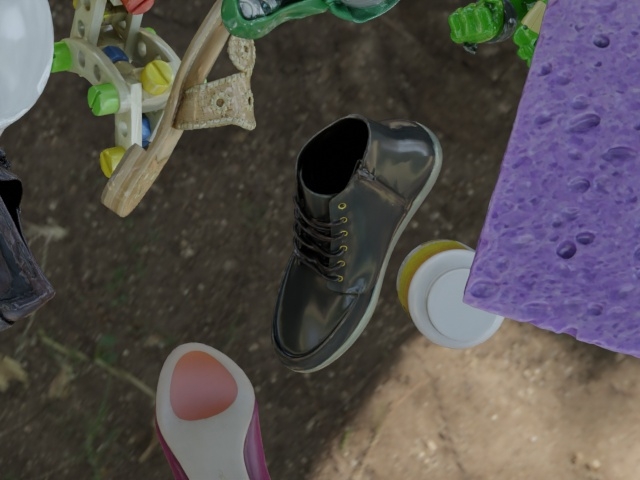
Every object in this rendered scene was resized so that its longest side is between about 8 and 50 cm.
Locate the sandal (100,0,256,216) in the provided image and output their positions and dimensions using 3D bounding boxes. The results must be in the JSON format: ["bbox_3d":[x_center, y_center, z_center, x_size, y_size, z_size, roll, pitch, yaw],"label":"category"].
[{"bbox_3d":[-0.095,-0.109,1.229,0.079,0.240,0.088,35,14,5],"label":"sandal"}]

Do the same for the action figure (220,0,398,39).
[{"bbox_3d":[0.039,-0.170,0.560,0.137,0.063,0.232,38,90,3],"label":"action figure"}]

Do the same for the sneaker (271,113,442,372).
[{"bbox_3d":[0.000,0.000,1.089,0.083,0.222,0.118,32,13,29],"label":"sneaker"}]

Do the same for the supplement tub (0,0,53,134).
[{"bbox_3d":[-0.382,-0.134,1.119,0.228,0.316,0.228,21,61,-44],"label":"supplement tub"}]

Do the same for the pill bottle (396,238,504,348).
[{"bbox_3d":[0.157,0.064,1.696,0.117,0.215,0.117,0,95,-2],"label":"pill bottle"}]

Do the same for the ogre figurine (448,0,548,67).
[{"bbox_3d":[0.193,-0.171,0.958,0.097,0.197,0.118,55,19,-9],"label":"ogre figurine"}]

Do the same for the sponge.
[{"bbox_3d":[0.147,-0.055,0.640,0.117,0.210,0.031,15,10,4],"label":"sponge"}]

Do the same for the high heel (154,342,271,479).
[{"bbox_3d":[-0.116,0.299,1.690,0.127,0.181,0.377,-11,44,-8],"label":"high heel"}]

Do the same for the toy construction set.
[{"bbox_3d":[-0.164,-0.237,1.347,0.151,0.327,0.215,-3,49,-43],"label":"toy construction set"}]

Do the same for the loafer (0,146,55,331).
[{"bbox_3d":[-0.390,-0.036,1.738,0.095,0.109,0.302,-22,63,9],"label":"loafer"}]
